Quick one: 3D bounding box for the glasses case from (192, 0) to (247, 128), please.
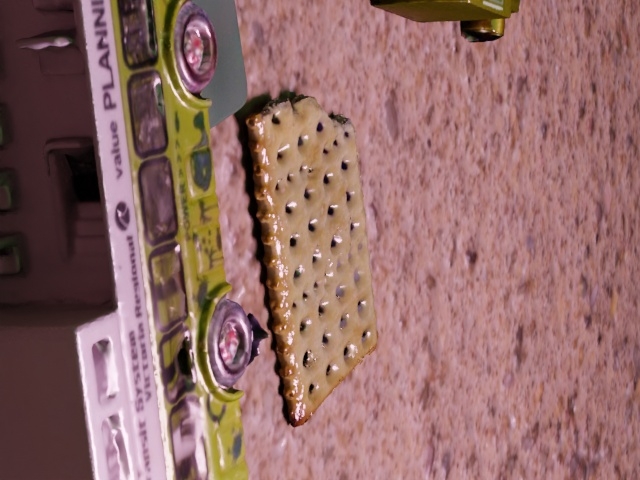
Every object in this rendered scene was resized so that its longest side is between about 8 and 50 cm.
[{"bbox_3d":[-0.082,-0.146,0.941,0.078,0.039,0.184,-42,128,-57],"label":"glasses case"}]

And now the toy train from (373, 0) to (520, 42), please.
[{"bbox_3d":[0.101,-0.253,1.268,0.137,0.090,0.225,4,87,-61],"label":"toy train"}]

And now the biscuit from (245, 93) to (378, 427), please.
[{"bbox_3d":[-0.001,0.000,1.146,0.144,0.016,0.203,-39,126,-58],"label":"biscuit"}]

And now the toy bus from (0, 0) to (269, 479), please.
[{"bbox_3d":[-0.112,-0.018,0.811,0.139,0.113,0.301,-23,109,-62],"label":"toy bus"}]
